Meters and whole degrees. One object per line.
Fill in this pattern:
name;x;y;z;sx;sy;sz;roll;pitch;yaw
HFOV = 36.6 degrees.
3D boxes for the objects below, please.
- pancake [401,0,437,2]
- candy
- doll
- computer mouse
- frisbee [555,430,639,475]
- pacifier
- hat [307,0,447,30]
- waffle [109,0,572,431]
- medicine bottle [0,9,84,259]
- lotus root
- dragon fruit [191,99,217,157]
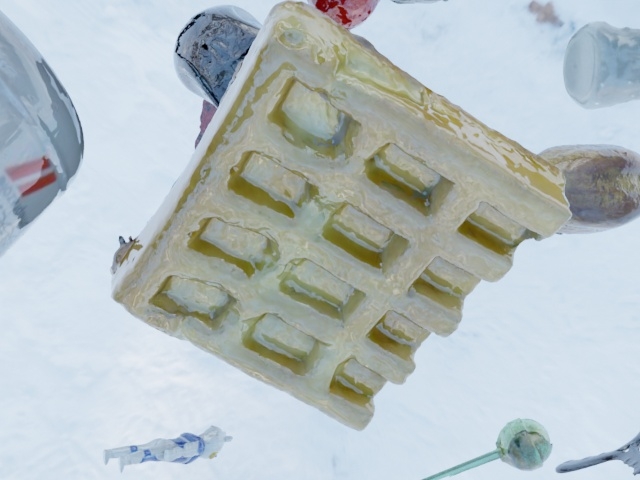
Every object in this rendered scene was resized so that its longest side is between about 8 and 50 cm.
pancake;0.018;-0.309;1.124;0.250;0.250;0.031;14;101;1
candy;0.162;0.255;1.086;0.202;0.061;0.061;-22;87;1
doll;-0.247;0.358;1.650;0.227;0.114;0.057;-6;85;-32
computer mouse;-0.115;-0.242;1.323;0.233;0.096;0.137;37;96;25
frisbee;0.466;0.315;1.452;0.211;0.187;0.012;-26;91;-3
pacifier;0.353;-0.182;1.027;0.207;0.227;0.279;0;95;39
hat;0.119;-0.427;1.464;0.242;0.274;0.332;48;71;-19
waffle;0.000;-0.001;0.868;0.304;0.077;0.348;28;120;-15
medicine bottle;-0.350;-0.036;0.689;0.245;0.245;0.306;37;68;2
lotus root;0.499;-0.098;1.890;0.291;0.193;0.193;-4;86;-28
dragon fruit;-0.090;-0.117;1.714;0.240;0.302;0.330;-44;49;-17
